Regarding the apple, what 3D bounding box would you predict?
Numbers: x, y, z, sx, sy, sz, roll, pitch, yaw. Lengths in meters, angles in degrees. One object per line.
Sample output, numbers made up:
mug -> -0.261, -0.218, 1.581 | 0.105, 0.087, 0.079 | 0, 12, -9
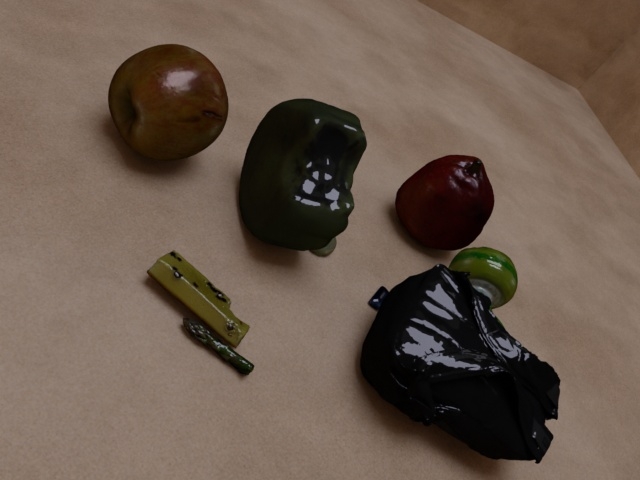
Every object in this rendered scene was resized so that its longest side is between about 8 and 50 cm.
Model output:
apple -> -0.349, -0.305, 1.436 | 0.264, 0.264, 0.264 | 23, 39, -20

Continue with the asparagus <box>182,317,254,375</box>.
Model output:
asparagus -> -0.196, 0.198, 1.207 | 0.165, 0.030, 0.036 | 38, -2, -2

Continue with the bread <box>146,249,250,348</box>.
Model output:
bread -> -0.228, 0.112, 1.244 | 0.226, 0.049, 0.088 | 40, 14, 1

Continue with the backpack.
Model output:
backpack -> 0.322, 0.276, 1.385 | 0.446, 0.255, 0.363 | 38, 49, -7

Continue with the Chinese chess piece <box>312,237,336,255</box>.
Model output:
Chinese chess piece -> 0.000, 0.000, 1.589 | 0.084, 0.034, 0.084 | 22, 41, -21

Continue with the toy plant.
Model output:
toy plant -> 0.401, 0.181, 1.655 | 0.224, 0.184, 0.316 | 30, 53, -4

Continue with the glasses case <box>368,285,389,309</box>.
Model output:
glasses case -> 0.148, 0.139, 1.574 | 0.033, 0.023, 0.083 | 41, 37, 6

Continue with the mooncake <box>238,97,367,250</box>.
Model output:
mooncake -> -0.043, -0.149, 1.472 | 0.187, 0.351, 0.351 | 12, 44, -33

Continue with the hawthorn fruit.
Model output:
hawthorn fruit -> 0.372, -0.123, 1.812 | 0.265, 0.307, 0.265 | 17, 44, -17
